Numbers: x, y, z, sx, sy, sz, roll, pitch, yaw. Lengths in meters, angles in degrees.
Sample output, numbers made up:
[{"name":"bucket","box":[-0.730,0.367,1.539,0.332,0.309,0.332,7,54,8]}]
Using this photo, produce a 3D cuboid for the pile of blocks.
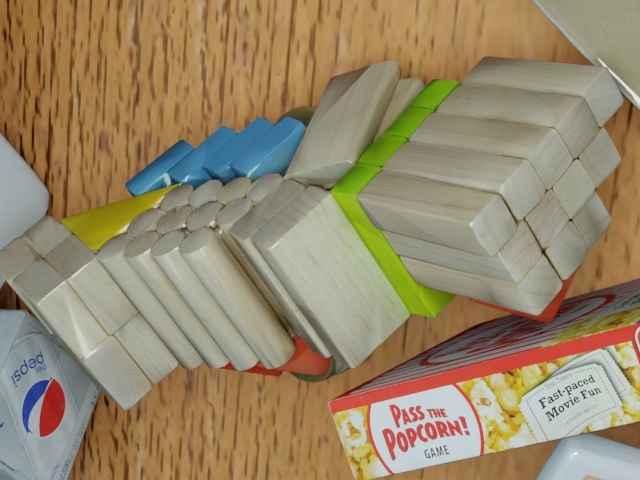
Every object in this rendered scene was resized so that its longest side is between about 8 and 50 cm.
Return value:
[{"name":"pile of blocks","box":[0.000,0.005,0.881,0.362,0.149,0.112,-11,127,34]}]

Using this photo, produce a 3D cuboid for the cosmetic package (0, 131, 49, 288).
[{"name":"cosmetic package","box":[-0.437,-0.027,0.970,0.327,0.329,0.393,7,148,34]}]

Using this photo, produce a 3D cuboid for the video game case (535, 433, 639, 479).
[{"name":"video game case","box":[0.163,0.195,0.855,0.183,0.023,0.201,18,122,-11]}]

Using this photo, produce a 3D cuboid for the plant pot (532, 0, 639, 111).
[{"name":"plant pot","box":[0.199,-0.141,0.659,0.284,0.284,0.191,44,90,15]}]

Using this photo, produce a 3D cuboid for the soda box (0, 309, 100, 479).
[{"name":"soda box","box":[-0.286,0.106,1.136,0.286,0.098,0.091,-1,148,35]}]

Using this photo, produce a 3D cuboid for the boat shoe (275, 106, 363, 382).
[{"name":"boat shoe","box":[0.002,0.001,0.960,0.056,0.048,0.153,0,99,40]}]

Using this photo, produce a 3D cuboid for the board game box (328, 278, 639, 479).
[{"name":"board game box","box":[0.123,0.057,0.823,0.193,0.147,0.045,-19,92,37]}]
